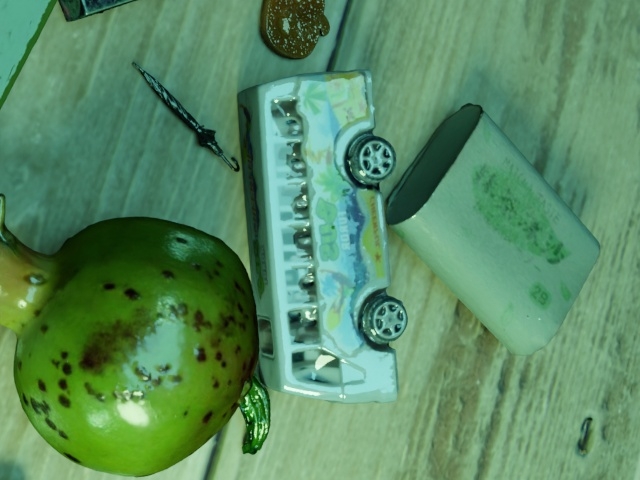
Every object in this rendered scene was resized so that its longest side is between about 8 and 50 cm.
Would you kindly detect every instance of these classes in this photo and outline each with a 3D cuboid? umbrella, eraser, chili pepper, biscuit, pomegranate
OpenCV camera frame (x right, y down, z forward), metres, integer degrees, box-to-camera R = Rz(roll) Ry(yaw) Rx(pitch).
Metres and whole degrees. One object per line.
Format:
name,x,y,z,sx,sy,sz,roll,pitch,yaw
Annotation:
umbrella,-0.128,-0.117,1.207,0.149,0.022,0.022,43,26,-23
eraser,0.191,-0.011,1.364,0.227,0.081,0.174,44,67,-22
chili pepper,-0.082,0.152,1.224,0.055,0.035,0.118,-37,117,-11
biscuit,-0.024,-0.229,1.274,0.078,0.015,0.091,20,79,-31
pomegranate,-0.178,0.056,1.067,0.231,0.231,0.286,-44,98,-24

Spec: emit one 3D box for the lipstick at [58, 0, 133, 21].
lipstick,-0.109,-0.280,1.206,0.312,0.051,0.051,-26,102,-31

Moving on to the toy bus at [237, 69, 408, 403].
toy bus,0.000,0.000,1.236,0.136,0.109,0.330,-6,92,-22

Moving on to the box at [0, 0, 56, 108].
box,-0.351,-0.167,0.979,0.252,0.177,0.329,30,74,-26
